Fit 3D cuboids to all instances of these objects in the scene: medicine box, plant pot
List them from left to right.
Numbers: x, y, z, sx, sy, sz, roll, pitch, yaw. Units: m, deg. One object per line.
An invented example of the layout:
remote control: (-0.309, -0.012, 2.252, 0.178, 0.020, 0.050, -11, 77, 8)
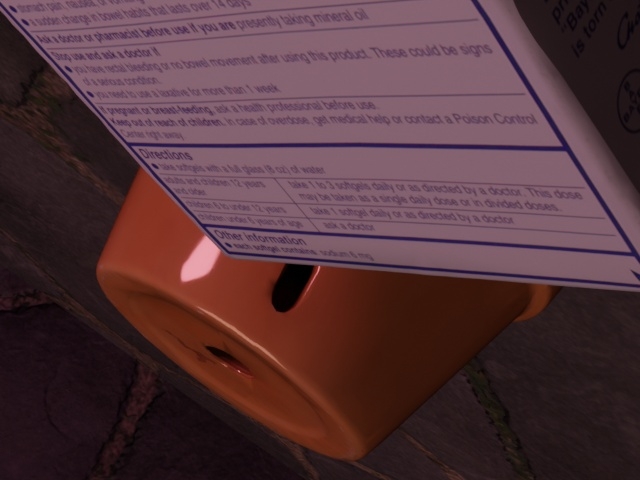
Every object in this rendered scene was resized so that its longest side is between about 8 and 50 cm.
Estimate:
plant pot: (0.000, 0.000, 0.866, 0.291, 0.203, 0.291, 31, 162, 11)
medicine box: (0.007, -0.124, 0.552, 0.263, 0.149, 0.289, 4, 144, 44)
